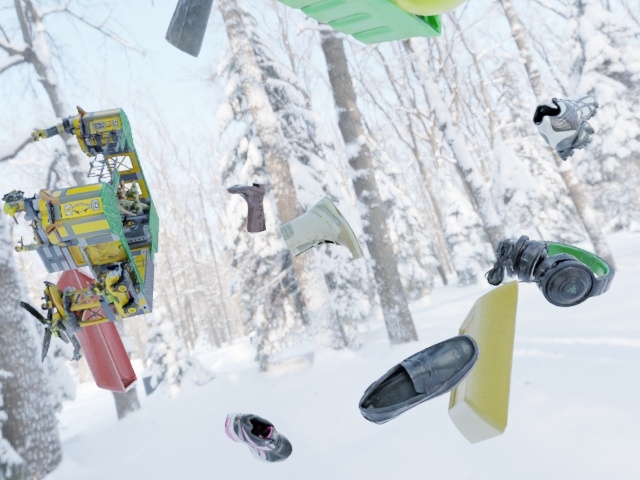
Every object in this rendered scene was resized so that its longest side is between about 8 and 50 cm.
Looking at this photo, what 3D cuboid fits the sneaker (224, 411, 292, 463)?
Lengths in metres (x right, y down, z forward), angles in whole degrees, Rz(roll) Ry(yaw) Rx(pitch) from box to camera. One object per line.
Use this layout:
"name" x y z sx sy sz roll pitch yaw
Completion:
"sneaker" -0.118 0.420 0.975 0.077 0.072 0.178 -24 -50 36

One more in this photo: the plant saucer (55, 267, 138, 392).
"plant saucer" -0.451 0.185 0.930 0.047 0.258 0.259 -23 -4 -19

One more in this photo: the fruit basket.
"fruit basket" 0.137 -0.504 0.788 0.392 0.283 0.392 -7 -3 0

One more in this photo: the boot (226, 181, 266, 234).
"boot" -0.153 -0.061 0.964 0.037 0.114 0.106 18 21 39

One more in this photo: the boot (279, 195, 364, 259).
"boot" 0.000 0.000 1.166 0.165 0.213 0.077 -32 -35 -3

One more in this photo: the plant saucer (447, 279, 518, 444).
"plant saucer" 0.376 0.292 1.098 0.081 0.333 0.333 12 -26 12

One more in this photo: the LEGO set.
"LEGO set" -0.345 -0.024 0.622 0.192 0.331 0.255 -11 -43 -9

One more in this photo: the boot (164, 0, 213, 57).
"boot" -0.249 -0.503 0.996 0.076 0.189 0.208 0 -58 -57

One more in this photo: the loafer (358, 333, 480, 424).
"loafer" 0.161 0.226 0.751 0.223 0.076 0.078 -34 -34 3

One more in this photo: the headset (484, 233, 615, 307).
"headset" 0.602 0.054 1.223 0.394 0.185 0.243 -8 28 -25

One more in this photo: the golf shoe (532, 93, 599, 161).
"golf shoe" 0.426 -0.225 0.807 0.077 0.094 0.198 -52 2 43
